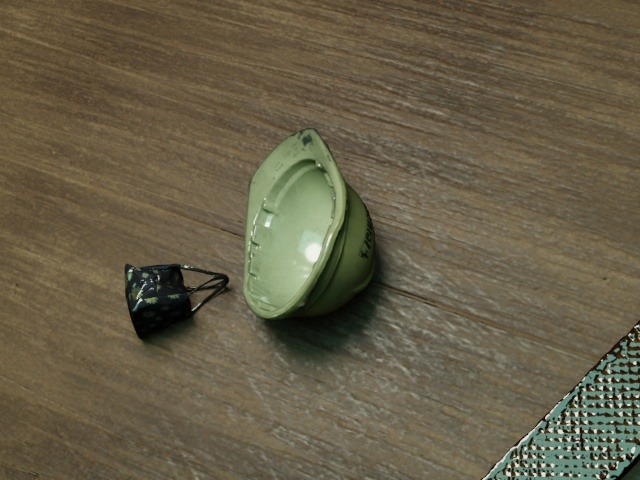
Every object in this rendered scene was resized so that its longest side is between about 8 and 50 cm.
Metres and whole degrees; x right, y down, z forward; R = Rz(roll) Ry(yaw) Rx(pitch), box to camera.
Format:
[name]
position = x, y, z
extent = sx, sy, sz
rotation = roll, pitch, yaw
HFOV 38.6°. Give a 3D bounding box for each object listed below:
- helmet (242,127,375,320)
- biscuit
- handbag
[helmet]
position = 0.003, -0.002, 1.184
extent = 0.204, 0.137, 0.258
rotation = -31, 48, 42
[biscuit]
position = 0.315, 0.229, 1.056
extent = 0.388, 0.073, 0.107
rotation = -43, 65, -7
[handbag]
position = -0.191, 0.067, 1.224
extent = 0.139, 0.115, 0.072
rotation = -15, 65, -13
